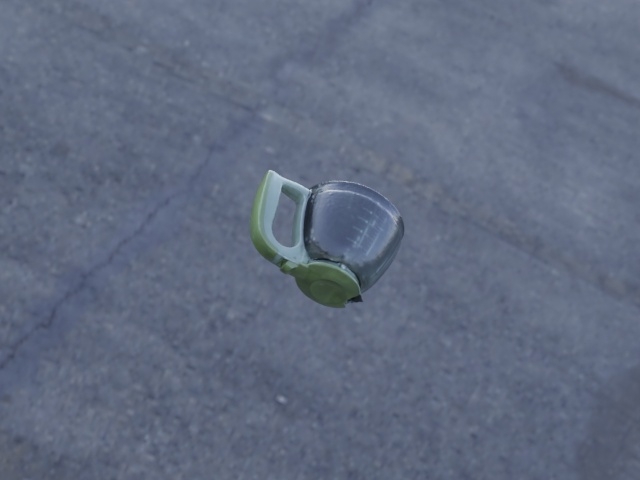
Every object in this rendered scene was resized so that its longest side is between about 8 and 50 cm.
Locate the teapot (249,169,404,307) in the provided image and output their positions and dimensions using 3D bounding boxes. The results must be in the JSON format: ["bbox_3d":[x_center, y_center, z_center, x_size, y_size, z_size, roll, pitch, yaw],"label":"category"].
[{"bbox_3d":[0.001,0.006,1.139,0.124,0.092,0.091,14,52,8],"label":"teapot"}]
